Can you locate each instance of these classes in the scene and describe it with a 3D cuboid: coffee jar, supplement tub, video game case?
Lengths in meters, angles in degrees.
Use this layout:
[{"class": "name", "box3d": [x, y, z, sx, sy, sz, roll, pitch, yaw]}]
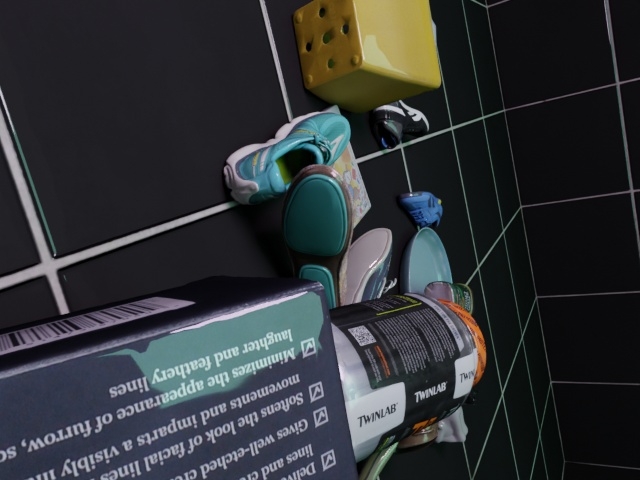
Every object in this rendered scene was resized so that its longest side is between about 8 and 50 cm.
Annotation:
[{"class": "coffee jar", "box3d": [0.324, 0.152, 1.287, 0.184, 0.079, 0.096, 11, 74, -58]}, {"class": "supplement tub", "box3d": [0.085, 0.191, 0.769, 0.337, 0.207, 0.207, -6, 89, -40]}, {"class": "video game case", "box3d": [0.020, -0.120, 0.979, 0.206, 0.026, 0.227, -49, 124, -51]}]

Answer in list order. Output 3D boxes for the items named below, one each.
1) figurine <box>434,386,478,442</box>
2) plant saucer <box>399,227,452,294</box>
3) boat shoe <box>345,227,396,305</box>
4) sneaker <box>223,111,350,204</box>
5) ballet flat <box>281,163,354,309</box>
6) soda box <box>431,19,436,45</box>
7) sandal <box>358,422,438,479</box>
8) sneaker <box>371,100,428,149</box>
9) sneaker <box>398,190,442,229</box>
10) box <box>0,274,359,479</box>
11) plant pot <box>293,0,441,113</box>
[{"class": "figurine", "box3d": [0.323, 0.358, 1.282, 0.215, 0.092, 0.210, -47, 132, -51]}, {"class": "plant saucer", "box3d": [0.271, 0.127, 1.321, 0.317, 0.043, 0.318, 20, 66, -55]}, {"class": "boat shoe", "box3d": [0.084, 0.083, 0.975, 0.079, 0.095, 0.255, 57, 41, -33]}, {"class": "sneaker", "box3d": [-0.023, -0.127, 0.801, 0.275, 0.109, 0.107, -42, 121, -44]}, {"class": "ballet flat", "box3d": [0.000, 0.000, 0.791, 0.106, 0.107, 0.316, -70, 168, -48]}, {"class": "soda box", "box3d": [0.244, -0.602, 1.402, 0.216, 0.073, 0.069, 22, 65, -55]}, {"class": "sandal", "box3d": [0.162, 0.361, 0.951, 0.303, 0.086, 0.120, -52, 159, -19]}, {"class": "sneaker", "box3d": [0.187, -0.264, 1.245, 0.216, 0.079, 0.121, 22, 68, -46]}, {"class": "sneaker", "box3d": [0.261, -0.075, 1.325, 0.209, 0.069, 0.082, 13, 76, -57]}, {"class": "box", "box3d": [-0.135, 0.248, 0.378, 0.293, 0.212, 0.396, -12, 94, -34]}, {"class": "plant pot", "box3d": [0.070, -0.366, 0.965, 0.187, 0.212, 0.212, -13, 95, -45]}]
